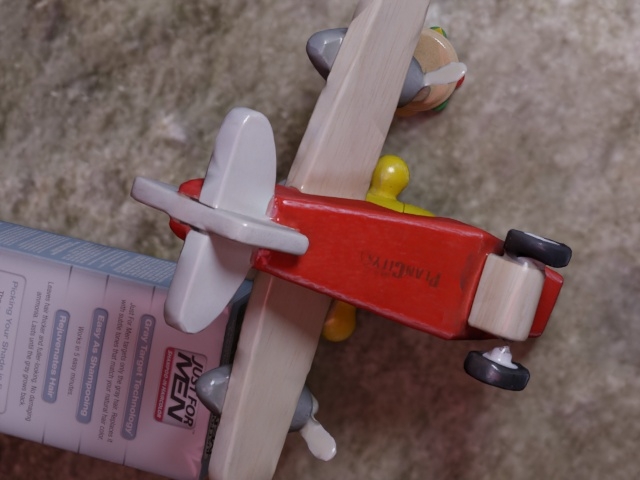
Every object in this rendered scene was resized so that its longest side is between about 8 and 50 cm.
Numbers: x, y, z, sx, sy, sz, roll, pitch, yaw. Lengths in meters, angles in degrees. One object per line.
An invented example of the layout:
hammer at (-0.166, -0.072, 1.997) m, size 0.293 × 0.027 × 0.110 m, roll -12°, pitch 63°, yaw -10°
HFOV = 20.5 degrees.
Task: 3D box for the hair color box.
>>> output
hair color box at (-0.264, 0.097, 1.759) m, size 0.374 × 0.113 × 0.185 m, roll 13°, pitch 102°, yaw 12°

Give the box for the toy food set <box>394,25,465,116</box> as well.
toy food set at (0.094, -0.161, 1.679) m, size 0.083 × 0.020 × 0.083 m, roll -13°, pitch 95°, yaw 15°

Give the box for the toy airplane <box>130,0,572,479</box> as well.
toy airplane at (0.000, 0.000, 1.588) m, size 0.386 × 0.272 × 0.384 m, roll -32°, pitch 114°, yaw -14°
